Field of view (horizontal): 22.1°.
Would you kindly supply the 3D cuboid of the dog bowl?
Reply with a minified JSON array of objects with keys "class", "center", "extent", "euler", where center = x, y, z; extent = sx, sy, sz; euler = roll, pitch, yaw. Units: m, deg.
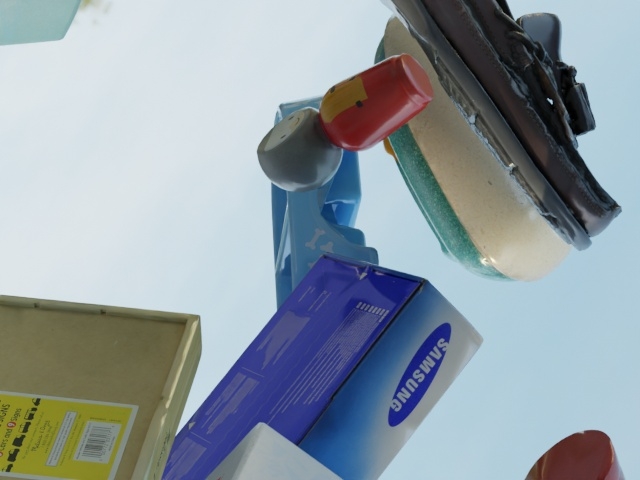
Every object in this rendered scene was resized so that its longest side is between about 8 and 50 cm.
[{"class":"dog bowl","center":[0.000,0.000,1.461],"extent":[0.166,0.074,0.297],"euler":[102,-13,-59]}]

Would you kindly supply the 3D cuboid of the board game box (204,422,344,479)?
[{"class":"board game box","center":[0.049,0.253,0.543],"extent":[0.066,0.318,0.319],"euler":[-51,-173,30]}]

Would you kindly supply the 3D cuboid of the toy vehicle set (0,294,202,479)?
[{"class":"toy vehicle set","center":[-0.180,0.129,1.003],"extent":[0.267,0.166,0.035],"euler":[-75,168,-55]}]

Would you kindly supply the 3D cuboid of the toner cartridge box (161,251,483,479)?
[{"class":"toner cartridge box","center":[-0.045,0.171,1.200],"extent":[0.348,0.075,0.165],"euler":[-51,-155,-11]}]

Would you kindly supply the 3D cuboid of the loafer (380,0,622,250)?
[{"class":"loafer","center":[0.104,-0.137,1.021],"extent":[0.095,0.302,0.109],"euler":[-36,176,4]}]

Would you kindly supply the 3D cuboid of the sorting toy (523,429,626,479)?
[{"class":"sorting toy","center":[0.187,0.330,1.645],"extent":[0.365,0.126,0.127],"euler":[-38,-160,30]}]

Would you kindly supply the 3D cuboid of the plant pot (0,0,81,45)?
[{"class":"plant pot","center":[-0.279,-0.293,1.407],"extent":[0.166,0.165,0.234],"euler":[-119,-151,-45]}]

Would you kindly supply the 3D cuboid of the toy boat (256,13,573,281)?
[{"class":"toy boat","center":[0.080,-0.083,1.368],"extent":[0.148,0.318,0.267],"euler":[-31,-109,26]}]
